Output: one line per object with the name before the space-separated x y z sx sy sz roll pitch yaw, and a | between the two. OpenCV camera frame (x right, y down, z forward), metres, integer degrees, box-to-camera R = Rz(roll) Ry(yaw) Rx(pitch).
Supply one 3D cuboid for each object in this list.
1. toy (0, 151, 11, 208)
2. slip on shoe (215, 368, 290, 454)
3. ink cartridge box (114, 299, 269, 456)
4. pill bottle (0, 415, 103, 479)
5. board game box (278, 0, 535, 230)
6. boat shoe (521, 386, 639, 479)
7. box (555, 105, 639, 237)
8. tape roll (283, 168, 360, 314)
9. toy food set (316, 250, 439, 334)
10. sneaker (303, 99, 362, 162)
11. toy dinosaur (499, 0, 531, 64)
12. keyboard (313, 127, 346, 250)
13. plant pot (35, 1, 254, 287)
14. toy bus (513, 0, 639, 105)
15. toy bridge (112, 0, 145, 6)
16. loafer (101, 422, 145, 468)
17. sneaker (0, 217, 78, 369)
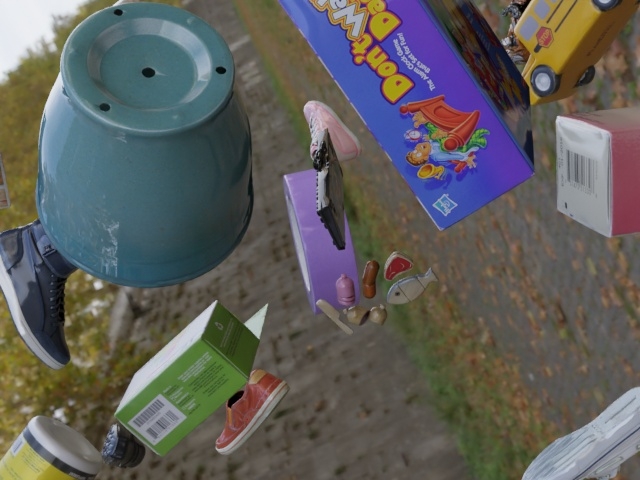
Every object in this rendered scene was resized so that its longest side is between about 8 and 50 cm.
toy | -0.565 -0.117 1.454 0.237 0.137 0.056 98 156 -46
slip on shoe | -0.180 0.411 2.251 0.101 0.123 0.331 40 135 6
ink cartridge box | -0.186 0.175 1.410 0.097 0.189 0.255 44 -163 -13
pill bottle | -0.404 0.356 1.278 0.119 0.208 0.119 36 177 2
board game box | 0.080 -0.171 0.773 0.233 0.078 0.347 54 -160 -8
boat shoe | 0.392 0.302 1.315 0.076 0.226 0.083 47 -164 -11
box | 0.417 -0.093 1.118 0.148 0.232 0.126 -127 30 -72
tape roll | 0.000 0.000 1.790 0.275 0.090 0.274 167 90 -85
toy food set | 0.057 0.055 0.996 0.078 0.122 0.019 44 -158 -19
sneaker | 0.000 -0.171 1.506 0.134 0.070 0.051 48 151 27
toy dinosaur | 0.430 -0.461 1.708 0.164 0.322 0.218 11 -126 -46
keyboard | 0.008 -0.078 1.224 0.180 0.023 0.108 -92 -15 -52
plant pot | -0.198 -0.124 1.085 0.255 0.272 0.271 109 144 -57
toy bus | 0.406 -0.363 1.440 0.130 0.108 0.332 54 142 22
toy bridge | -0.193 -0.257 1.257 0.188 0.063 0.026 50 -171 -22
loafer | -0.362 0.384 1.736 0.223 0.078 0.076 136 153 -72
sneaker | -0.386 0.069 1.407 0.086 0.163 0.226 -95 -18 -84
